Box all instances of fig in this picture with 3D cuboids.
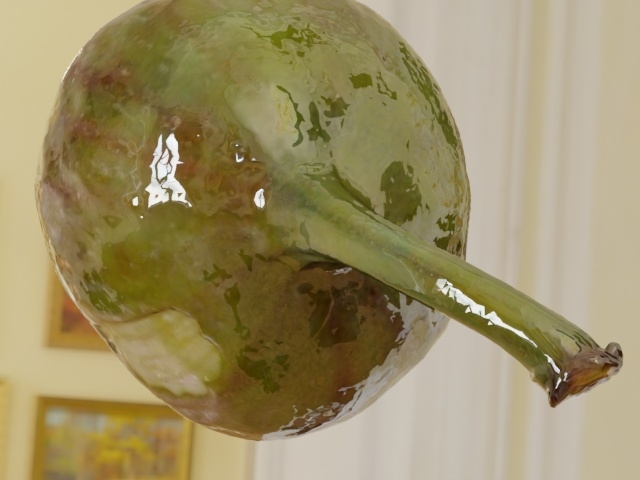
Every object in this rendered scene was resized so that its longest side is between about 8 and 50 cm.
[{"bbox_3d":[0.000,0.000,0.526,0.149,0.149,0.245,6,6,-21],"label":"fig"}]
